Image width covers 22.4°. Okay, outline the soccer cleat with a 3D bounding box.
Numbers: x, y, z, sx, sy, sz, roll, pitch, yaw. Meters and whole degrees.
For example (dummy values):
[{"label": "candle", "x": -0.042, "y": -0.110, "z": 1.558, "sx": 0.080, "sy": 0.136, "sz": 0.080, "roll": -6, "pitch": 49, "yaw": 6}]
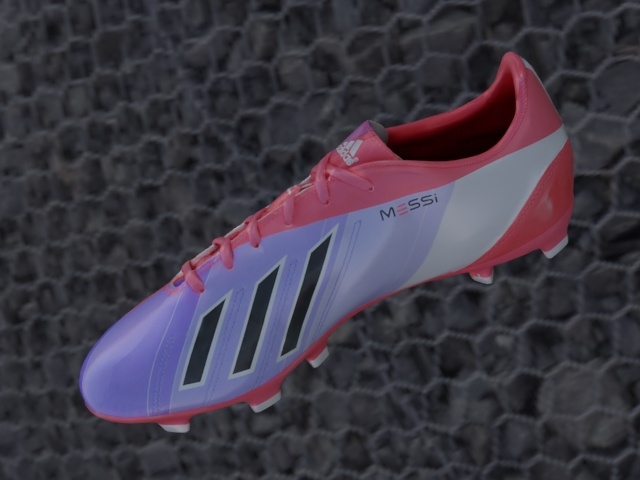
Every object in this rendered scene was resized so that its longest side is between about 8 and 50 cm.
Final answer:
[{"label": "soccer cleat", "x": 0.000, "y": 0.000, "z": 0.722, "sx": 0.083, "sy": 0.248, "sz": 0.095, "roll": -129, "pitch": 18, "yaw": -58}]
